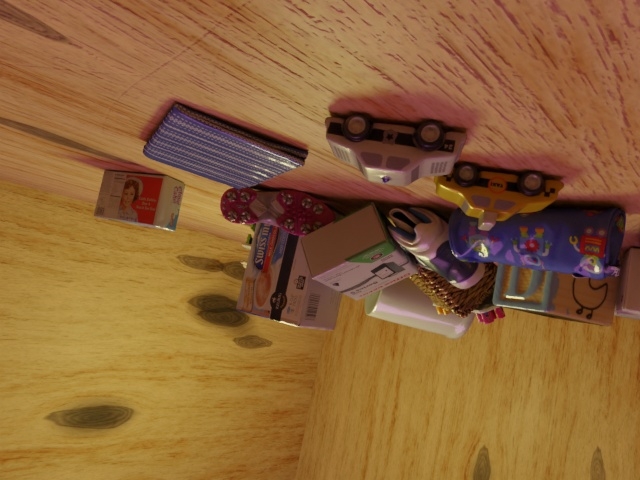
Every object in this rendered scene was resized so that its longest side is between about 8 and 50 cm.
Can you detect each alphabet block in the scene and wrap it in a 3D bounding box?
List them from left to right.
[{"bbox_3d":[0.582,0.096,1.104,0.197,0.192,0.193,13,176,-17],"label":"alphabet block"}]

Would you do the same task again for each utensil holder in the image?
[{"bbox_3d":[0.414,0.210,1.867,0.386,0.327,0.327,15,173,-5],"label":"utensil holder"}]

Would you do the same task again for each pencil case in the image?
[{"bbox_3d":[0.400,-0.001,0.839,0.306,0.133,0.119,6,-155,44],"label":"pencil case"}]

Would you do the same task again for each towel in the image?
[{"bbox_3d":[-0.200,-0.171,0.865,0.244,0.040,0.336,17,170,-28],"label":"towel"}]

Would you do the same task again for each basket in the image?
[{"bbox_3d":[0.399,0.079,1.392,0.223,0.213,0.299,45,179,0],"label":"basket"}]

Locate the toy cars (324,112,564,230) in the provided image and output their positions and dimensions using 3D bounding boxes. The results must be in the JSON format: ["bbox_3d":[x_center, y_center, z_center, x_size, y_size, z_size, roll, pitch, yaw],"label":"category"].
[{"bbox_3d":[0.182,-0.085,0.655,0.394,0.087,0.177,15,173,-28],"label":"toy cars"}]

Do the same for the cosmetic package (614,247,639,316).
[{"bbox_3d":[0.880,0.127,0.992,0.366,0.155,0.197,9,173,24],"label":"cosmetic package"}]

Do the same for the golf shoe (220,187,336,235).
[{"bbox_3d":[-0.104,-0.086,1.186,0.307,0.115,0.140,12,-170,8],"label":"golf shoe"}]

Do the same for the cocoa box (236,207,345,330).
[{"bbox_3d":[-0.066,0.074,1.339,0.228,0.346,0.231,9,172,30],"label":"cocoa box"}]

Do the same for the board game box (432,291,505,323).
[{"bbox_3d":[0.614,0.169,1.448,0.391,0.050,0.390,-19,177,-7],"label":"board game box"}]

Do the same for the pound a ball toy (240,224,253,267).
[{"bbox_3d":[-0.256,0.025,1.890,0.136,0.207,0.319,12,173,-3],"label":"pound a ball toy"}]

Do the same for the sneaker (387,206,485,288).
[{"bbox_3d":[0.255,-0.021,1.112,0.236,0.130,0.322,41,-173,-18],"label":"sneaker"}]

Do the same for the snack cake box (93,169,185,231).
[{"bbox_3d":[-0.553,-0.124,1.352,0.265,0.152,0.089,9,174,26],"label":"snack cake box"}]

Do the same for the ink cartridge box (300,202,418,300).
[{"bbox_3d":[0.114,0.042,1.177,0.211,0.121,0.289,-28,152,17],"label":"ink cartridge box"}]
